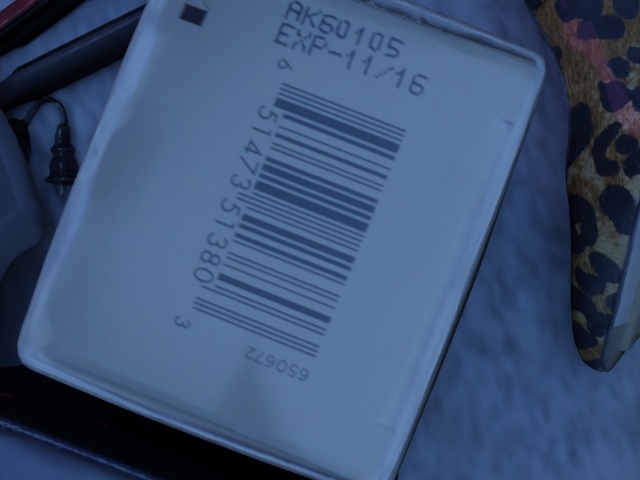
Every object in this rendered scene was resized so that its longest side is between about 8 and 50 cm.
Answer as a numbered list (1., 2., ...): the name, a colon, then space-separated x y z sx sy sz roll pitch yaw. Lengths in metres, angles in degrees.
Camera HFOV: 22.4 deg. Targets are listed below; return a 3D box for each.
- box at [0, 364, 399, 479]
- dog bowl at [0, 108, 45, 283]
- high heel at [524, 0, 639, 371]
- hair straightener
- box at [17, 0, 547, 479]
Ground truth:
1. box: -0.071 0.139 0.640 0.165 0.270 0.143 19 90 5
2. dog bowl: -0.298 0.033 0.721 0.349 0.102 0.349 -2 85 17
3. high heel: 0.103 -0.086 0.744 0.186 0.093 0.261 19 100 33
4. hair straightener: -0.153 -0.056 0.769 0.230 0.047 0.089 -32 85 3
5. box: 0.000 0.000 0.621 0.121 0.311 0.148 21 90 6
